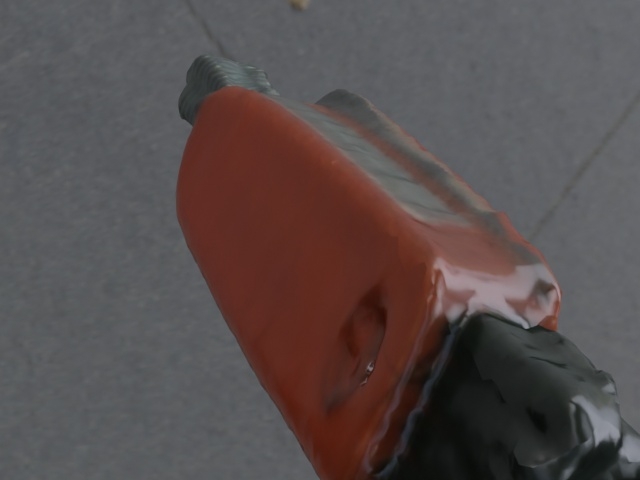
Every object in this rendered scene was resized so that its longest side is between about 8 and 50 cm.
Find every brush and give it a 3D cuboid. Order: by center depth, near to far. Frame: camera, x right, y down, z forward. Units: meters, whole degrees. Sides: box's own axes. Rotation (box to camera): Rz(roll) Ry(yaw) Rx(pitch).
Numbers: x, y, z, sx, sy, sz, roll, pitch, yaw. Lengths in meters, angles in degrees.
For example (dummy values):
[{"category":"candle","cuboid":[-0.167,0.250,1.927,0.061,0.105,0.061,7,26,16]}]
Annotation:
[{"category":"brush","cuboid":[-0.001,0.000,0.488,0.051,0.323,0.070,10,107,-21]}]
